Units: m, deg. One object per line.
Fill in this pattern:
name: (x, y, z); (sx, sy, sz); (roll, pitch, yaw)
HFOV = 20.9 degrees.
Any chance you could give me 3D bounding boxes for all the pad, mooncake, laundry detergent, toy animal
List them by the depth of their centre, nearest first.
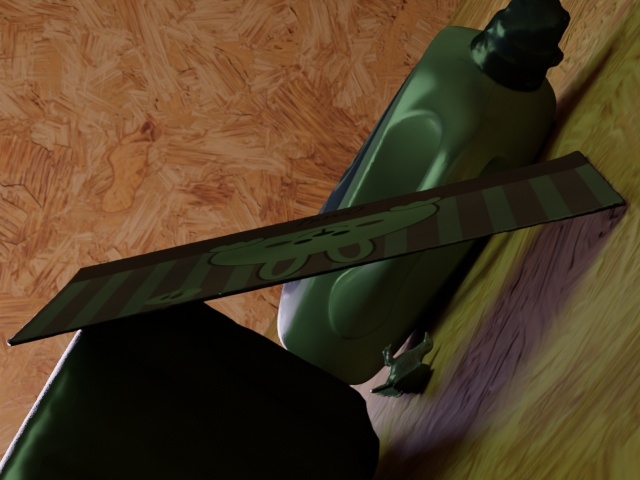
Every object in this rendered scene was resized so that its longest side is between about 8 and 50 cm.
pad: (0.000, -0.001, 0.903); (0.202, 0.299, 0.005); (-74, -29, -80)
mooncake: (-0.113, 0.208, 0.974); (0.356, 0.194, 0.356); (-62, 3, 6)
toy animal: (0.052, 0.077, 1.087); (0.084, 0.028, 0.050); (145, 147, -81)
laundry detergent: (0.080, -0.048, 1.182); (0.280, 0.105, 0.215); (-55, 4, 39)
